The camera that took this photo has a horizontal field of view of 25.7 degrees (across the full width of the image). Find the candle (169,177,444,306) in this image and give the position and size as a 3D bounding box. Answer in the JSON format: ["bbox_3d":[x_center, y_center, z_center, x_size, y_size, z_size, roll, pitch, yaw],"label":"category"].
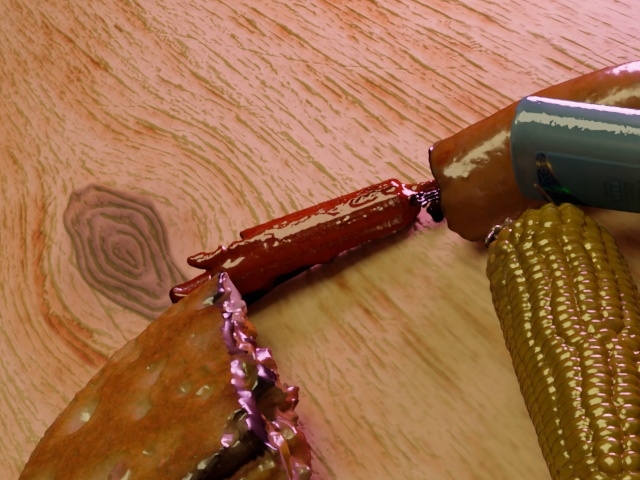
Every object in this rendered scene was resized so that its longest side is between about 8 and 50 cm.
[{"bbox_3d":[0.000,0.000,1.288,0.302,0.084,0.059,-22,65,7],"label":"candle"}]

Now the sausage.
[{"bbox_3d":[0.222,-0.083,1.163,0.271,0.109,0.109,-18,35,24],"label":"sausage"}]

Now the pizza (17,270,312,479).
[{"bbox_3d":[-0.123,0.177,1.108,0.278,0.114,0.408,-14,38,30],"label":"pizza"}]

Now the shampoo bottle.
[{"bbox_3d":[0.274,-0.053,1.037,0.258,0.104,0.061,9,62,21],"label":"shampoo bottle"}]

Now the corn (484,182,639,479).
[{"bbox_3d":[0.185,0.082,0.970,0.106,0.106,0.305,-26,34,12],"label":"corn"}]
